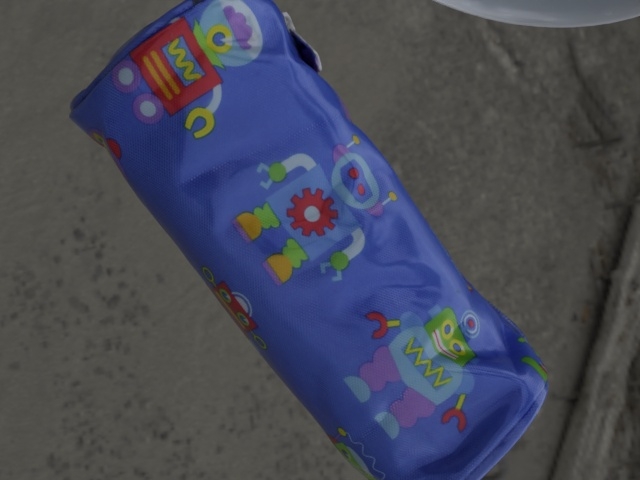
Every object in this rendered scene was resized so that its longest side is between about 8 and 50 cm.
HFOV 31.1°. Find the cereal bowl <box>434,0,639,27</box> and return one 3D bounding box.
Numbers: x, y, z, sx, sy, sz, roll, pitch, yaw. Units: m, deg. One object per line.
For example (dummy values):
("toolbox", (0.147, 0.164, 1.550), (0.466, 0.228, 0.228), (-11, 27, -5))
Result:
("cereal bowl", (0.174, -0.326, 0.930), (0.339, 0.339, 0.141), (36, 61, -42))

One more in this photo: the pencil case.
("pencil case", (0.000, 0.000, 0.628), (0.133, 0.119, 0.306), (-38, 93, -15))
